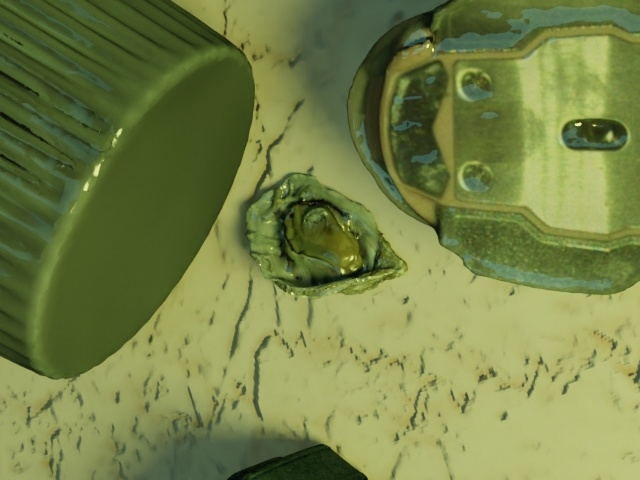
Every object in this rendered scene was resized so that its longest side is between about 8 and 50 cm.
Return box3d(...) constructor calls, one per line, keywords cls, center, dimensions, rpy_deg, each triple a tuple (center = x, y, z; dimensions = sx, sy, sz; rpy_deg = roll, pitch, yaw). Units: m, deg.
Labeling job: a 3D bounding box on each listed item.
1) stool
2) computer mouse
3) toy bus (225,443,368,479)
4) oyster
box3d(cls="stool", center=(-0.246, -0.091, 1.217), dimensions=(0.330, 0.297, 0.297), rpy_deg=(31, 107, 15))
box3d(cls="computer mouse", center=(0.209, -0.077, 1.094), dimensions=(0.389, 0.115, 0.199), rpy_deg=(4, 114, 14))
box3d(cls="toy bus", center=(-0.059, 0.275, 1.243), dimensions=(0.275, 0.138, 0.167), rpy_deg=(-43, 75, 25))
box3d(cls="oyster", center=(0.001, 0.000, 1.248), dimensions=(0.098, 0.037, 0.100), rpy_deg=(-24, 63, 8))
